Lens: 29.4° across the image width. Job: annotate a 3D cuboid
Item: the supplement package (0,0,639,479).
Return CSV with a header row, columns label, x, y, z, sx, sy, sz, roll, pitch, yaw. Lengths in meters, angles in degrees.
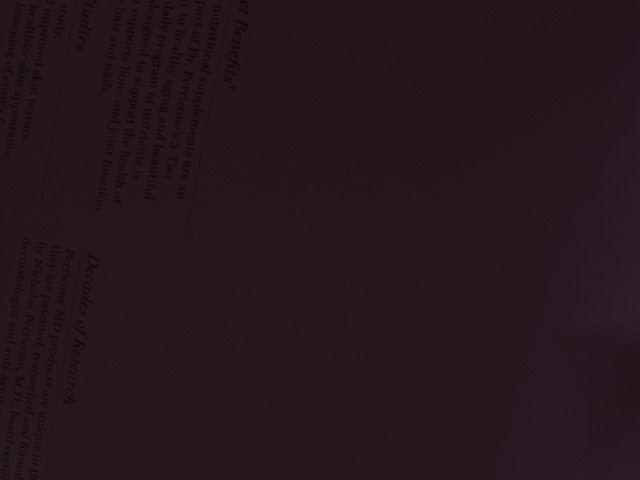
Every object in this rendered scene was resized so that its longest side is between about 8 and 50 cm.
label,x,y,z,sx,sy,sz,roll,pitch,yaw
supplement package,0.000,0.000,0.427,0.198,0.263,0.199,-8,111,-70
